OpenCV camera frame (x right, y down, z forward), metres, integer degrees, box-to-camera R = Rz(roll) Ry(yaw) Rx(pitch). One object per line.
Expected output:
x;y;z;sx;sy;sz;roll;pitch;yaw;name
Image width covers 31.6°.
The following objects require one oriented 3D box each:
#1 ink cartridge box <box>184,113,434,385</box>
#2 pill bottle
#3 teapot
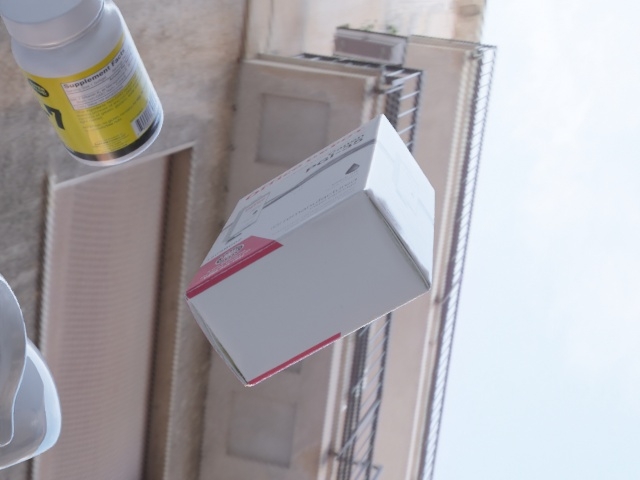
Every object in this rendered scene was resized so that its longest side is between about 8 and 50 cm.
0.000;0.000;1.145;0.207;0.283;0.117;-30;-76;16;ink cartridge box
-0.248;-0.185;1.179;0.119;0.119;0.208;4;-35;16;pill bottle
-0.354;0.120;0.987;0.256;0.252;0.187;-15;-92;-3;teapot
